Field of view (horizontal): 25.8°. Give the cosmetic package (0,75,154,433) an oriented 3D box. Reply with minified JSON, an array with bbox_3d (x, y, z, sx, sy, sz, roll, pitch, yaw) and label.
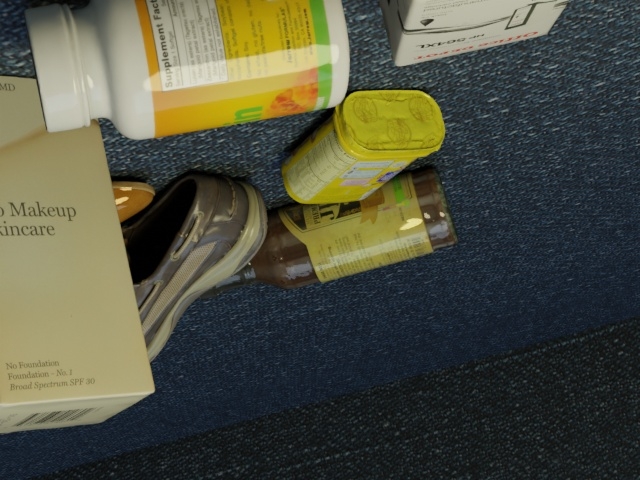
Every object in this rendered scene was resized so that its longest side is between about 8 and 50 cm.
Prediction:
[{"bbox_3d":[-0.271,0.012,1.271,0.160,0.309,0.113,-2,160,-39],"label":"cosmetic package"}]

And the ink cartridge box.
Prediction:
[{"bbox_3d":[0.131,-0.222,1.166,0.148,0.086,0.203,-12,172,-2],"label":"ink cartridge box"}]

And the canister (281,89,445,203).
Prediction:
[{"bbox_3d":[0.043,-0.101,1.571,0.126,0.073,0.170,-4,163,-29],"label":"canister"}]

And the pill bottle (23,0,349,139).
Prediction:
[{"bbox_3d":[-0.110,-0.157,1.143,0.246,0.136,0.136,-11,163,-11],"label":"pill bottle"}]

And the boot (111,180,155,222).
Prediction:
[{"bbox_3d":[-0.308,0.062,1.579,0.295,0.211,0.104,-16,164,6],"label":"boot"}]

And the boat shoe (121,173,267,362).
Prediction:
[{"bbox_3d":[-0.222,0.041,1.675,0.355,0.132,0.130,-45,133,15],"label":"boat shoe"}]

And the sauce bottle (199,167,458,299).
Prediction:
[{"bbox_3d":[0.000,0.000,1.804,0.344,0.111,0.111,-16,164,4],"label":"sauce bottle"}]
